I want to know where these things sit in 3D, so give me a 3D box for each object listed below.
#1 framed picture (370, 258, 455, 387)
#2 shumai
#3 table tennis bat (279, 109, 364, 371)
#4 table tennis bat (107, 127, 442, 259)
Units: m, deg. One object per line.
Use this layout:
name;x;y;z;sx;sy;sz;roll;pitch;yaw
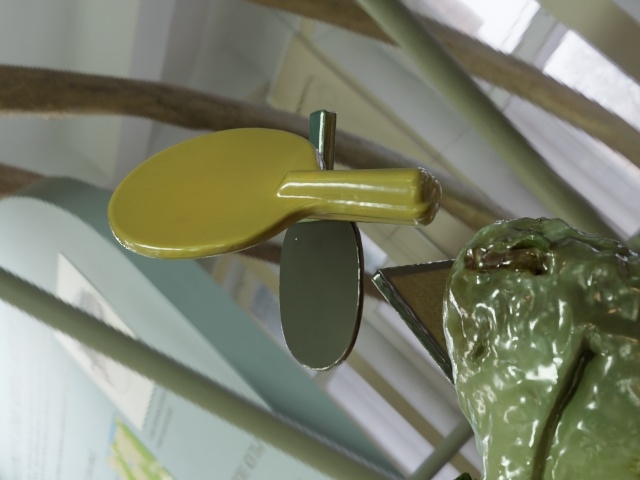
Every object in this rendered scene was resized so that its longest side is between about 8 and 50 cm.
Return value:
framed picture;0.192;0.144;0.694;0.014;0.339;0.255;-45;-20;23
shumai;0.106;0.089;0.473;0.142;0.184;0.184;-41;-13;-12
table tennis bat;0.000;0.000;1.039;0.021;0.274;0.154;3;-4;-34
table tennis bat;-0.046;-0.045;0.890;0.198;0.320;0.050;-57;-37;-46
